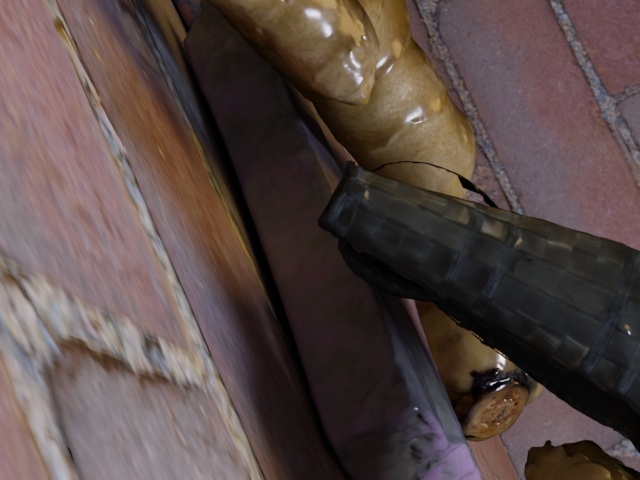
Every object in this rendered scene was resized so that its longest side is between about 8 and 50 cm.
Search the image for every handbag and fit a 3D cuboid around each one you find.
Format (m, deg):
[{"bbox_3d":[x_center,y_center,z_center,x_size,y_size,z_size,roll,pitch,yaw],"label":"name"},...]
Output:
[{"bbox_3d":[0.089,0.025,0.666,0.175,0.089,0.270,26,-2,10],"label":"handbag"}]

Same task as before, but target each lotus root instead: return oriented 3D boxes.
[{"bbox_3d":[0.082,0.035,1.125,0.118,0.125,0.221,11,42,-31],"label":"lotus root"}]

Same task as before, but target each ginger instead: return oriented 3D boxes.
[{"bbox_3d":[-0.016,-0.111,0.746,0.333,0.081,0.148,29,45,-61],"label":"ginger"}]

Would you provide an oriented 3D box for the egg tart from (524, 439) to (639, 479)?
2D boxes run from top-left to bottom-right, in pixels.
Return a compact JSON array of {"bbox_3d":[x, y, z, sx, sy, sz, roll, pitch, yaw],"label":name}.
[{"bbox_3d":[0.116,0.214,0.578,0.295,0.116,0.295,-24,90,-87],"label":"egg tart"}]

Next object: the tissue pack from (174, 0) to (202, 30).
[{"bbox_3d":[-0.044,-0.125,0.951,0.083,0.063,0.035,62,8,-1],"label":"tissue pack"}]

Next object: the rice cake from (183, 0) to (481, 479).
[{"bbox_3d":[0.001,0.002,0.817,0.106,0.050,0.298,52,12,-47],"label":"rice cake"}]
